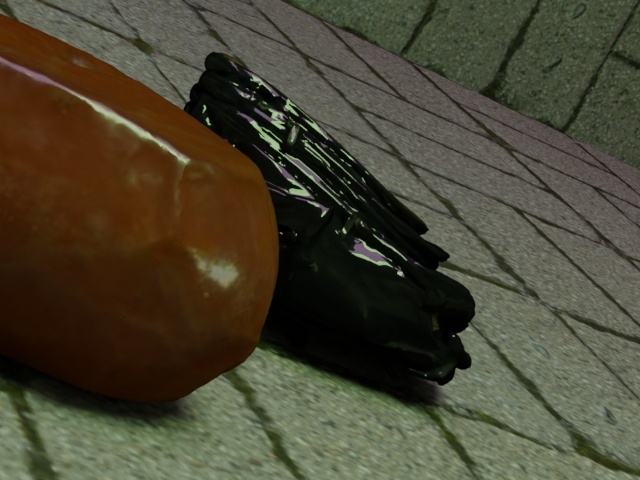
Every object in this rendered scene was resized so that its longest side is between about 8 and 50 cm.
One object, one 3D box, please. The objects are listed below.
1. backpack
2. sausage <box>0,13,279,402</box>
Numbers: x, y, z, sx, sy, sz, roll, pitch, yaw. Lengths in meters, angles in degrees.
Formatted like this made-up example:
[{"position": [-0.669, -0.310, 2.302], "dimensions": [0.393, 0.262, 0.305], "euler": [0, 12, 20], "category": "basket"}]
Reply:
[{"position": [0.000, 0.000, 1.089], "dimensions": [0.258, 0.133, 0.206], "euler": [36, 5, -2], "category": "backpack"}, {"position": [-0.142, -0.022, 0.831], "dimensions": [0.268, 0.141, 0.153], "euler": [28, 15, -10], "category": "sausage"}]
